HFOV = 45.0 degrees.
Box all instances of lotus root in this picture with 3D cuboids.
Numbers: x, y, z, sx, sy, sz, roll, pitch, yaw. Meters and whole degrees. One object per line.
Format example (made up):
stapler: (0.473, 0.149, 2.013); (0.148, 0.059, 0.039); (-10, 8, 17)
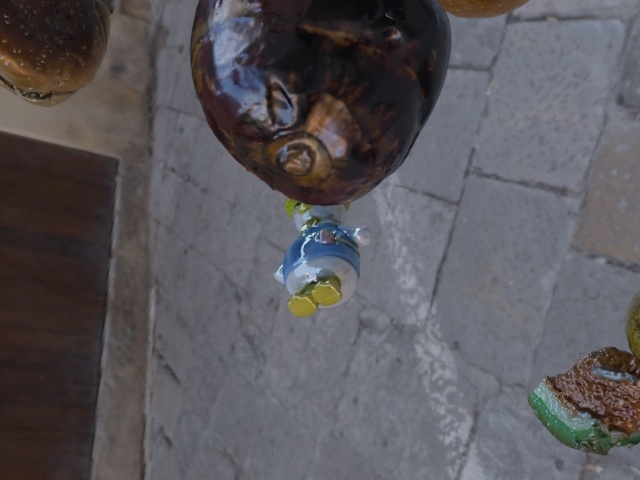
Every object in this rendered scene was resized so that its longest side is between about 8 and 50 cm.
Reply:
lotus root: (0.470, 0.117, 1.062); (0.094, 0.108, 0.191); (-50, 10, 26)

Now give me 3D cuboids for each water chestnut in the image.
water chestnut: (-0.005, -0.181, 0.826); (0.244, 0.289, 0.289); (-159, 82, -70)

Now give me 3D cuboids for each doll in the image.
doll: (-0.001, 0.000, 1.040); (0.135, 0.098, 0.241); (121, 154, -43)

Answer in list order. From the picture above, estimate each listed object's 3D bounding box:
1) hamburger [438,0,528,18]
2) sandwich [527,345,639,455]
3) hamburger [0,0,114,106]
hamburger: (0.320, -0.485, 1.392); (0.283, 0.156, 0.144); (-8, 49, 57)
sandwich: (0.412, 0.232, 1.190); (0.185, 0.109, 0.160); (29, 108, 63)
hamburger: (-0.502, -0.374, 1.397); (0.146, 0.286, 0.243); (-23, 93, 42)
